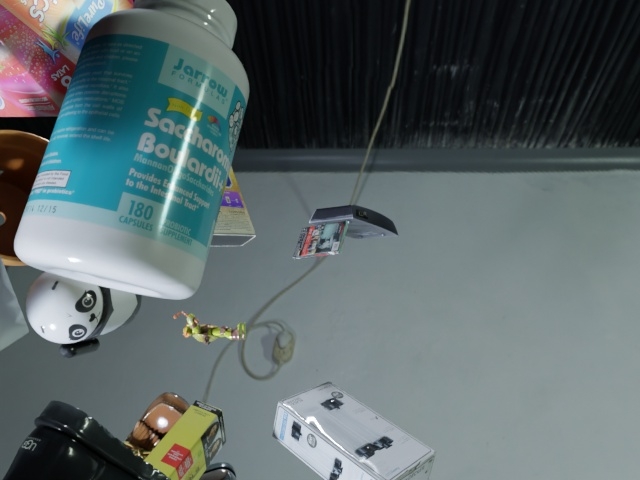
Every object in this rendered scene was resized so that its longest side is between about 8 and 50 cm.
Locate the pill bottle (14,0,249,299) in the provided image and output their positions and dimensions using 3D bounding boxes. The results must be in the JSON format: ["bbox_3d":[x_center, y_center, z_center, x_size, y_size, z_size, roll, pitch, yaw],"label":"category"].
[{"bbox_3d":[-0.147,-0.090,0.451,0.146,0.146,0.263,9,77,10],"label":"pill bottle"}]

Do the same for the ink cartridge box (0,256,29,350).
[{"bbox_3d":[-0.382,0.068,0.443,0.128,0.127,0.176,-1,20,19],"label":"ink cartridge box"}]

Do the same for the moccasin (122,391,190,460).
[{"bbox_3d":[-0.436,0.519,1.269,0.139,0.380,0.147,42,22,-1],"label":"moccasin"}]

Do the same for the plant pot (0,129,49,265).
[{"bbox_3d":[-0.692,-0.072,1.152,0.204,0.291,0.290,-19,43,43],"label":"plant pot"}]

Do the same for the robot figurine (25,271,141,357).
[{"bbox_3d":[-0.514,0.133,1.162,0.174,0.278,0.209,-28,85,11],"label":"robot figurine"}]

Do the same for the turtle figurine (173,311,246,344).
[{"bbox_3d":[-0.363,0.297,1.700,0.218,0.269,0.087,1,67,5],"label":"turtle figurine"}]

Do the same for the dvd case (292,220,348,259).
[{"bbox_3d":[0.000,0.000,1.151,0.120,0.013,0.087,-10,47,32],"label":"dvd case"}]

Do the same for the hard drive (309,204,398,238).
[{"bbox_3d":[0.104,-0.052,1.541,0.172,0.255,0.054,-5,77,37],"label":"hard drive"}]

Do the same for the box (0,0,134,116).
[{"bbox_3d":[-0.347,-0.238,0.582,0.300,0.154,0.142,12,55,40],"label":"box"}]

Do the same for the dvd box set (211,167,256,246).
[{"bbox_3d":[-0.330,-0.184,1.132,0.062,0.308,0.420,-33,71,32],"label":"dvd box set"}]

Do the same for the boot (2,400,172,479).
[{"bbox_3d":[-0.248,0.308,0.507,0.094,0.246,0.207,-1,44,33],"label":"boot"}]

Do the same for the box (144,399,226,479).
[{"bbox_3d":[-0.237,0.367,0.813,0.058,0.087,0.232,13,31,21],"label":"box"}]

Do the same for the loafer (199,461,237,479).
[{"bbox_3d":[-0.290,0.529,1.016,0.268,0.096,0.084,-23,22,-14],"label":"loafer"}]

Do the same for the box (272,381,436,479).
[{"bbox_3d":[0.061,0.410,1.044,0.290,0.087,0.169,22,18,38],"label":"box"}]
